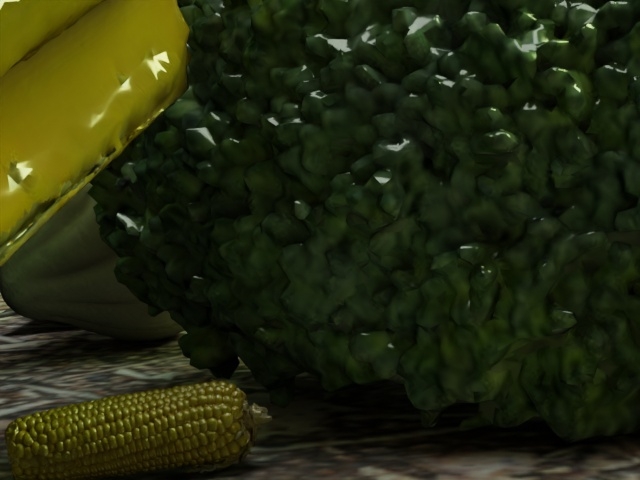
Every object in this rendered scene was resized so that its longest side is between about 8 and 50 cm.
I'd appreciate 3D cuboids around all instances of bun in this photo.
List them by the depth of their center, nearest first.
[{"bbox_3d":[-0.116,0.001,0.721,0.094,0.138,0.138,-46,23,-20],"label":"bun"}]

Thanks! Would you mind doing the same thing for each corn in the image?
[{"bbox_3d":[-0.056,0.061,0.465,0.083,0.028,0.027,-8,11,-2],"label":"corn"}]

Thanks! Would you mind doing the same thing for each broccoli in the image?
[{"bbox_3d":[0.090,-0.071,0.566,0.375,0.249,0.302,-7,5,41],"label":"broccoli"}]

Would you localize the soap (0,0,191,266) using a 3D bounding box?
[{"bbox_3d":[-0.182,-0.030,0.389,0.204,0.096,0.324,16,38,19],"label":"soap"}]

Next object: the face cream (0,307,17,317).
[{"bbox_3d":[0.000,0.000,0.840,0.341,0.084,0.137,-11,8,7],"label":"face cream"}]
